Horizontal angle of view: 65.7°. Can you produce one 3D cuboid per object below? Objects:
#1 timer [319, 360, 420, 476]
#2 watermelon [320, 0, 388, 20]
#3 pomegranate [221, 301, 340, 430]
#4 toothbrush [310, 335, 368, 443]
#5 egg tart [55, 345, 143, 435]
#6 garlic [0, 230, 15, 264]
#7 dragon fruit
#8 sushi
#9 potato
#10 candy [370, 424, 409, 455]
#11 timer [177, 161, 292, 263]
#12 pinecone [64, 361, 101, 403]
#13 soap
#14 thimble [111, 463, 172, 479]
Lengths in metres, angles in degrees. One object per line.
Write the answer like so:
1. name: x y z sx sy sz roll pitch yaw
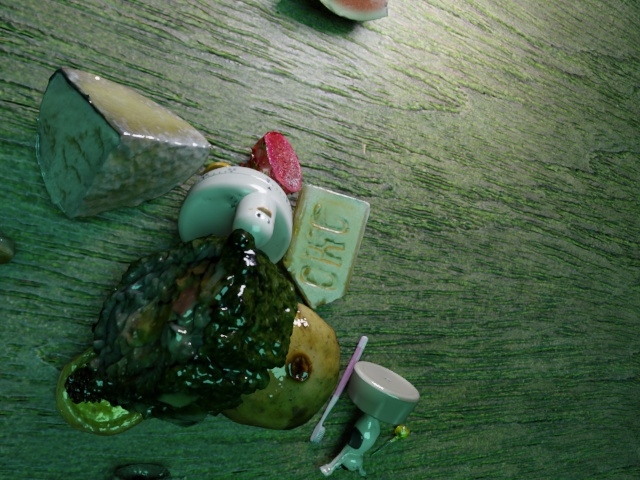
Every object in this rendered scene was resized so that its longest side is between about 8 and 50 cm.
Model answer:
1. timer: 0.110 0.455 1.210 0.175 0.175 0.266 22 96 -25
2. watermelon: 0.070 -0.651 1.172 0.260 0.176 0.256 -21 92 -3
3. pomegranate: -0.096 0.252 1.027 0.281 0.281 0.281 0 90 -27
4. toothbrush: 0.051 0.369 1.236 0.025 0.020 0.286 37 74 -31
5. egg tart: -0.412 0.287 0.968 0.191 0.074 0.191 0 90 -28
6. garlic: -0.602 0.008 0.872 0.113 0.094 0.074 5 47 -22
7. dragon fruit: -0.120 -0.163 1.118 0.153 0.110 0.153 42 41 -51
8. sushi: -0.228 0.156 0.855 0.178 0.351 0.294 47 36 -42
9. potato: -0.393 -0.182 0.974 0.189 0.211 0.264 46 26 19
10. candy: 0.182 0.529 1.301 0.123 0.035 0.035 -32 93 -15
11. timer: -0.169 -0.026 0.994 0.233 0.240 0.234 0 126 0
12. pinecone: -0.413 0.255 0.888 0.083 0.077 0.077 -11 96 4
13. soap: 0.001 0.022 1.094 0.160 0.080 0.258 15 86 -8
14. thimble: -0.359 0.504 0.978 0.115 0.102 0.090 13 85 -19
